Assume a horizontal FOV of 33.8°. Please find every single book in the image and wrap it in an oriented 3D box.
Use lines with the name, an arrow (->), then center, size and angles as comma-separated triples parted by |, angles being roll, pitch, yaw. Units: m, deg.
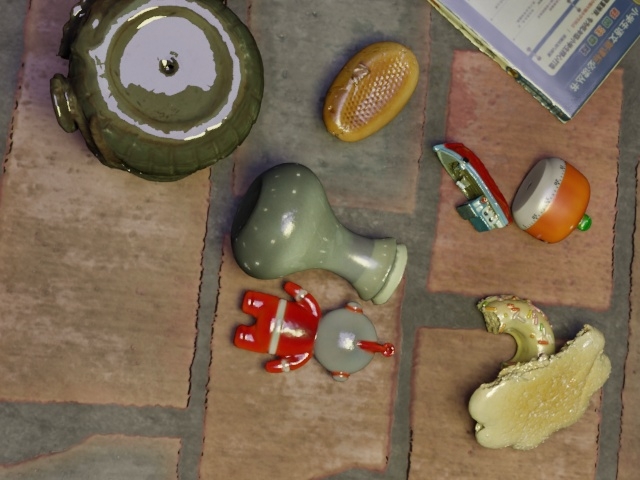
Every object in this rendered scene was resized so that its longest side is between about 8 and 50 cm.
book -> 0.336, -0.439, 1.707 | 0.428, 0.039, 0.300 | 41, 82, -4

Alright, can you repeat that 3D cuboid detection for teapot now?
teapot -> 0.000, 0.000, 1.574 | 0.251, 0.183, 0.183 | 24, 83, -17

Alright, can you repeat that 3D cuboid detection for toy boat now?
toy boat -> 0.235, -0.083, 1.656 | 0.059, 0.069, 0.173 | -35, 97, -17

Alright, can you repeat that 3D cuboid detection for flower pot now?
flower pot -> -0.238, -0.228, 1.522 | 0.302, 0.213, 0.301 | 1, 86, -9

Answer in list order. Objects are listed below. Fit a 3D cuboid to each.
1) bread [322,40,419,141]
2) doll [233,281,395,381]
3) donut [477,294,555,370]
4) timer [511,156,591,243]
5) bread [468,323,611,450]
bread -> 0.074, -0.232, 1.639 | 0.189, 0.077, 0.114 | -46, 114, -9
doll -> -0.006, 0.143, 1.607 | 0.245, 0.076, 0.142 | 11, 86, -4
donut -> 0.321, 0.158, 1.656 | 0.108, 0.065, 0.165 | -19, 93, -11
timer -> 0.376, -0.055, 1.666 | 0.136, 0.099, 0.136 | -2, 99, -13
bread -> 0.347, 0.243, 1.624 | 0.251, 0.039, 0.181 | -27, 125, -13
